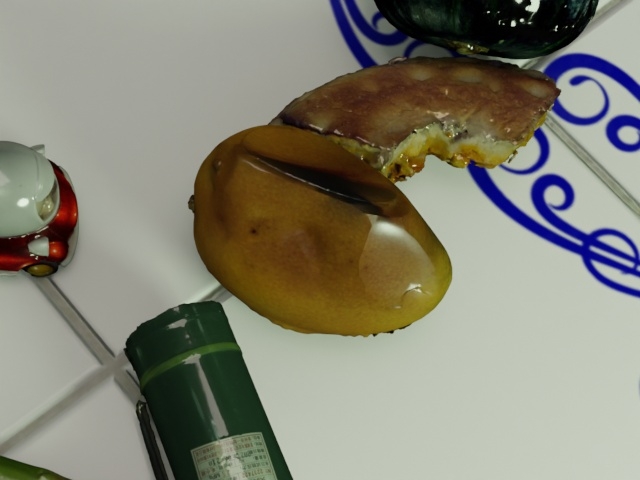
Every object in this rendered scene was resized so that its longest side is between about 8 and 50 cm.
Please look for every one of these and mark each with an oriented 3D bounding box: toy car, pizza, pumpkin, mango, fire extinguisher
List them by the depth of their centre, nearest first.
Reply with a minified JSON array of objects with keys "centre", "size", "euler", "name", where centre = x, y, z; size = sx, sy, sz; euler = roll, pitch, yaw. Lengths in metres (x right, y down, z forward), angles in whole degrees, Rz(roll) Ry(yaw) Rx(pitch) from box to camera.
[{"centre":[-0.068,0.198,0.950],"size":[0.118,0.093,0.294],"euler":[-23,70,-4],"name":"fire extinguisher"},{"centre":[-0.277,-0.036,1.012],"size":[0.139,0.112,0.112],"euler":[-3,65,-12],"name":"toy car"},{"centre":[0.000,0.000,1.020],"size":[0.236,0.166,0.136],"euler":[23,33,-1],"name":"mango"},{"centre":[0.090,-0.106,1.127],"size":[0.305,0.086,0.161],"euler":[-10,45,-17],"name":"pizza"},{"centre":[0.153,-0.258,1.133],"size":[0.233,0.233,0.163],"euler":[13,100,-3],"name":"pumpkin"}]

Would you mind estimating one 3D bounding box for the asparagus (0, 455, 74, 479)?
[{"centre":[-0.200,0.210,0.949],"size":[0.178,0.041,0.045],"euler":[22,96,-14],"name":"asparagus"}]
